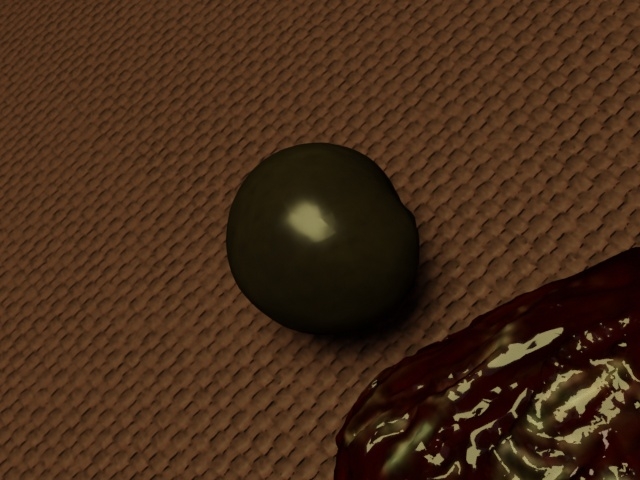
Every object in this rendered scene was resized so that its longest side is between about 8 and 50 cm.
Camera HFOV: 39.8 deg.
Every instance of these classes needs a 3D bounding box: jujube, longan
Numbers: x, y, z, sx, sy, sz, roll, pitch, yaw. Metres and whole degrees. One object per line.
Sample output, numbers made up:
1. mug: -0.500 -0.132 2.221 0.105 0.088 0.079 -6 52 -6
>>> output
1. jujube: 0.189 0.153 0.697 0.376 0.258 0.258 -21 51 5
2. longan: 0.000 0.000 0.922 0.196 0.196 0.220 -34 56 2
